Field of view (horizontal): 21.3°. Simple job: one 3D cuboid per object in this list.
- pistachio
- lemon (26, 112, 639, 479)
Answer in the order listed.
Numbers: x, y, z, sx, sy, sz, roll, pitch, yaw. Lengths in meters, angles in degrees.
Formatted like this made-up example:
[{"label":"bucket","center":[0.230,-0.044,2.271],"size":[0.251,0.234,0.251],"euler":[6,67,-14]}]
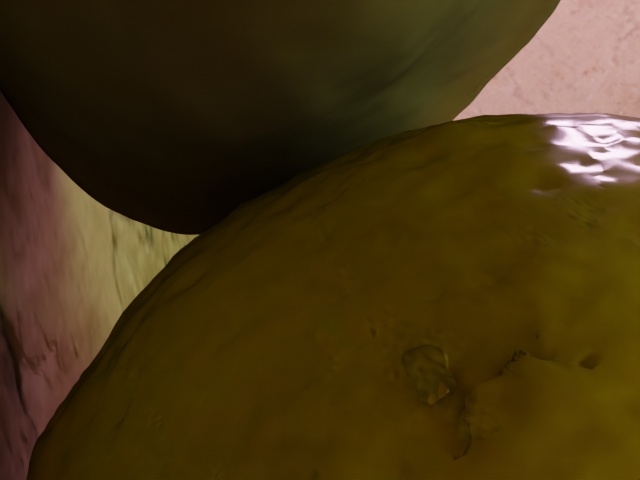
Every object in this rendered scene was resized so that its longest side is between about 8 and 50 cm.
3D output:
[{"label":"pistachio","center":[-0.017,-0.108,0.489],"size":[0.288,0.197,0.166],"euler":[98,-9,-72]},{"label":"lemon","center":[0.064,0.115,0.505],"size":[0.336,0.336,0.336],"euler":[-7,90,-83]}]
